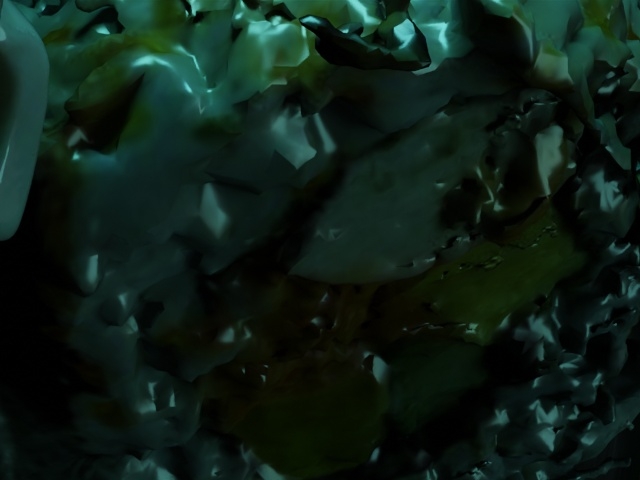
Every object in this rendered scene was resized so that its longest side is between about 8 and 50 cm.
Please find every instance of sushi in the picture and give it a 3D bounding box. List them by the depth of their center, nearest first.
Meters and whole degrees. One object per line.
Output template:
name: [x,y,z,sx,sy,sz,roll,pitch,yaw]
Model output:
sushi: [0.004,0.000,0.623,0.417,0.417,0.176,80,-6,-49]

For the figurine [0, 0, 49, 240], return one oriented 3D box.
figurine: [-0.188,-0.009,0.372,0.236,0.133,0.176,-50,168,-12]
